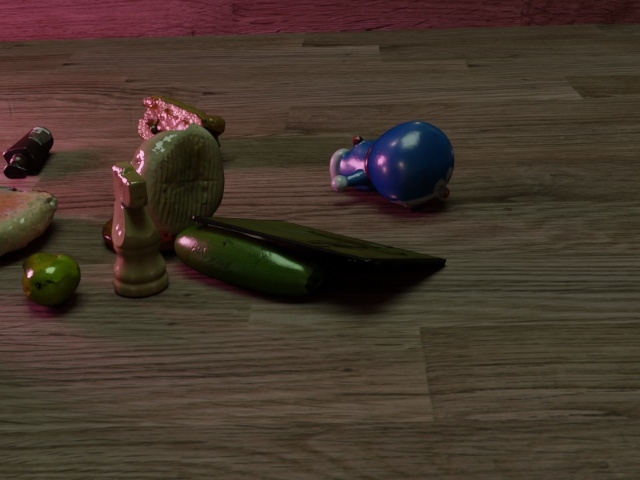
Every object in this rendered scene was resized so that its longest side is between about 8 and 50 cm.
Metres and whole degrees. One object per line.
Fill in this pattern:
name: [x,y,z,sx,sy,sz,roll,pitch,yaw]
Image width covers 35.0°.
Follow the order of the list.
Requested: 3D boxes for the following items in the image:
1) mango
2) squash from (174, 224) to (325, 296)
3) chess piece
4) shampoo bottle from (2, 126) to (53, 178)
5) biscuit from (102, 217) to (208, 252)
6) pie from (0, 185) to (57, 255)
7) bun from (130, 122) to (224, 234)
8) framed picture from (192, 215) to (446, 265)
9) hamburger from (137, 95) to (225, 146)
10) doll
mango: [-0.419,0.058,1.577,0.091,0.074,0.165,-13,12,-11]
squash: [-0.125,0.030,1.600,0.293,0.082,0.082,15,28,34]
chess piece: [-0.289,-0.018,1.577,0.090,0.200,0.090,-2,23,1]
shampoo bottle: [-0.633,-0.184,2.192,0.068,0.067,0.236,-10,22,6]
biscuit: [-0.293,-0.017,1.802,0.188,0.027,0.188,0,22,0]
pie: [-0.625,-0.029,1.799,0.338,0.075,0.337,-1,21,0]
bun: [-0.258,-0.110,1.733,0.178,0.193,0.128,-5,17,-43]
framed picture: [0.000,0.000,1.636,0.339,0.014,0.255,13,6,33]
hamburger: [-0.303,-0.240,2.247,0.131,0.124,0.262,3,18,-43]
doll: [0.136,-0.136,1.926,0.215,0.161,0.257,-32,18,-29]
